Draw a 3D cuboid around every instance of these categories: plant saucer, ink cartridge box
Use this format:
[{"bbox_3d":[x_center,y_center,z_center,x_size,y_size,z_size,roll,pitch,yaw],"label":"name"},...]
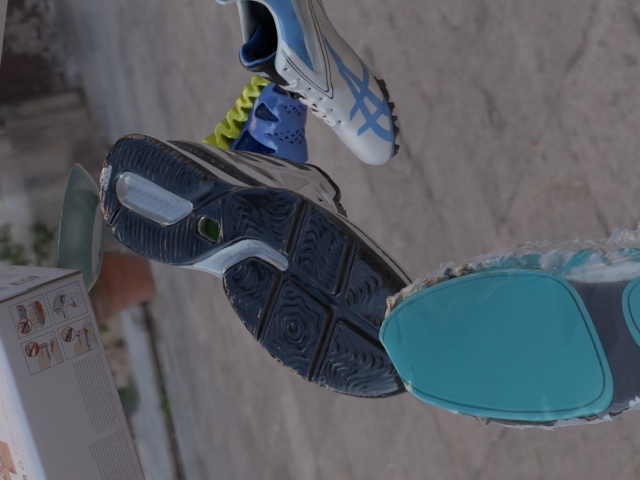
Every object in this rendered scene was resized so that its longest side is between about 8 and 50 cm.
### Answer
[{"bbox_3d":[-0.307,-0.004,1.839,0.195,0.037,0.195,-177,90,-90],"label":"plant saucer"},{"bbox_3d":[-0.363,0.195,1.756,0.272,0.130,0.309,2,111,55],"label":"ink cartridge box"}]

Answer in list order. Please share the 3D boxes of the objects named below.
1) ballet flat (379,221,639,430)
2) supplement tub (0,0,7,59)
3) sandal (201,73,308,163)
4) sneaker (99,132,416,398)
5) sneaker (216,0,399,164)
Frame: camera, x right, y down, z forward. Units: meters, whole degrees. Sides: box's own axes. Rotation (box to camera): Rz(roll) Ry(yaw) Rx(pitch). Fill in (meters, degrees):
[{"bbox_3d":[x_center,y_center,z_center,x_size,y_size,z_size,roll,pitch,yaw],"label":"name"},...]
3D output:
[{"bbox_3d":[0.237,0.053,1.025,0.409,0.147,0.147,-11,92,40],"label":"ballet flat"},{"bbox_3d":[-0.351,-0.170,0.817,0.241,0.331,0.241,-173,90,-78],"label":"supplement tub"},{"bbox_3d":[-0.064,-0.158,1.997,0.138,0.126,0.317,44,129,4],"label":"sandal"},{"bbox_3d":[0.000,-0.001,1.496,0.447,0.257,0.169,32,115,32],"label":"sneaker"},{"bbox_3d":[-0.013,-0.140,1.111,0.085,0.086,0.237,39,168,51],"label":"sneaker"}]
